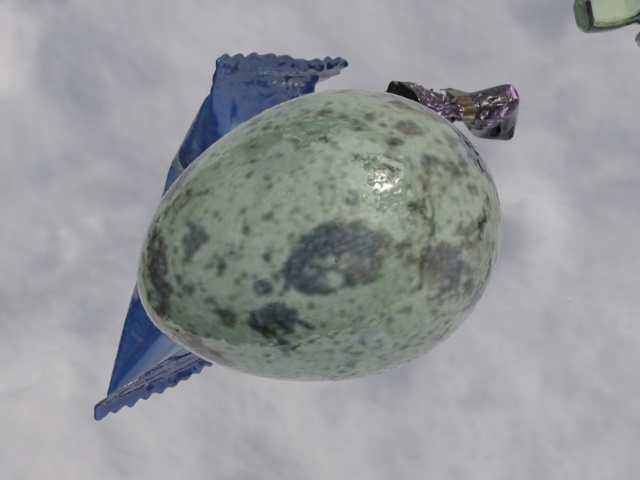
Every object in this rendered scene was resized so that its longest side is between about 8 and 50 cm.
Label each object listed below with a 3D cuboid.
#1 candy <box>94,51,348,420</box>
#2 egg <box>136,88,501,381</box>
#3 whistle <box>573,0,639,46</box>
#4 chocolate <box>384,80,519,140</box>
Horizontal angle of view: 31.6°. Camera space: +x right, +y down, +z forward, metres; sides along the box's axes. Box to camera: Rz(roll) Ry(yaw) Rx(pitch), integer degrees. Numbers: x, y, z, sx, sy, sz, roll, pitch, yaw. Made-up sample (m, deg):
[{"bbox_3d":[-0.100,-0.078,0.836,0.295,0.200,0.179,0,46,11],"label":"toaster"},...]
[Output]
[{"bbox_3d":[-0.083,-0.005,0.955,0.077,0.187,0.331,30,114,24],"label":"candy"},{"bbox_3d":[0.000,0.000,0.519,0.132,0.172,0.132,164,90,-73],"label":"egg"},{"bbox_3d":[0.337,-0.254,1.132,0.077,0.236,0.114,13,122,56],"label":"whistle"},{"bbox_3d":[0.124,-0.119,1.023,0.072,0.147,0.070,-23,82,49],"label":"chocolate"}]
